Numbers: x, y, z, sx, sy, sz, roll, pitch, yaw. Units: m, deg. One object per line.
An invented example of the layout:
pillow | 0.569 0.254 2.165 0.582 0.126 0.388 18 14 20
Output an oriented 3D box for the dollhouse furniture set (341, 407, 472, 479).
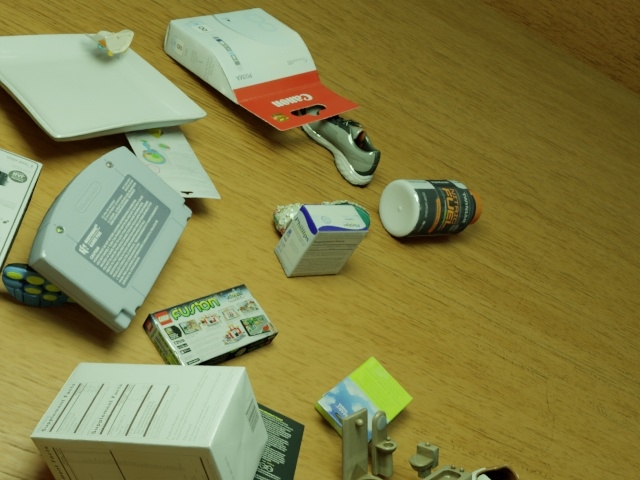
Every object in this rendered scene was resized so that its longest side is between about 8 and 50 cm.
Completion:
dollhouse furniture set | 0.136 0.333 1.227 0.151 0.123 0.144 9 15 42

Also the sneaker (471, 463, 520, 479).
sneaker | 0.218 0.433 1.244 0.290 0.123 0.106 -23 68 -47

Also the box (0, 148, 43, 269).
box | -0.545 -0.027 1.177 0.169 0.087 0.290 20 40 -19

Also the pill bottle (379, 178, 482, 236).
pill bottle | 0.263 -0.076 1.809 0.245 0.130 0.130 -4 52 -39

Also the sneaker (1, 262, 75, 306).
sneaker | -0.404 0.056 1.219 0.188 0.067 0.078 3 46 -44

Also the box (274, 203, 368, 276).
box | 0.000 0.000 1.520 0.126 0.137 0.072 -1 50 -38

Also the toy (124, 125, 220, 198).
toy | -0.300 -0.144 1.511 0.136 0.056 0.237 2 43 -38

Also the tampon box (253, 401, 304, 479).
tampon box | -0.105 0.330 1.105 0.101 0.120 0.161 28 38 -11

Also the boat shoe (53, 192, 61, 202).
boat shoe | -0.370 -0.062 1.368 0.226 0.083 0.076 7 34 -49

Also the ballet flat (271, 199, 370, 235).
ballet flat | 0.001 -0.052 1.628 0.241 0.091 0.077 -1 28 -43

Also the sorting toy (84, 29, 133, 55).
sorting toy | -0.445 -0.418 1.625 0.075 0.045 0.083 26 30 19

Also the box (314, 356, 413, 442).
box | 0.072 0.284 1.352 0.109 0.042 0.178 45 39 14

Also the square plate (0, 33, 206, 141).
square plate | -0.456 -0.299 1.524 0.344 0.049 0.347 41 36 26

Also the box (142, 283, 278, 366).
box | -0.179 0.148 1.311 0.207 0.036 0.114 -16 60 -45

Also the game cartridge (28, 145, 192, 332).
game cartridge | -0.331 -0.016 1.246 0.196 0.060 0.294 46 36 -22

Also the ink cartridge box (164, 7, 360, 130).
ink cartridge box | -0.124 -0.411 1.833 0.385 0.091 0.308 36 37 23

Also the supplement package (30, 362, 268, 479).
supplement package | -0.212 0.250 1.000 0.244 0.139 0.134 -1 35 17

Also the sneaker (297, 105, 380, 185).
sneaker | 0.049 -0.257 1.857 0.100 0.108 0.271 -20 62 -45
